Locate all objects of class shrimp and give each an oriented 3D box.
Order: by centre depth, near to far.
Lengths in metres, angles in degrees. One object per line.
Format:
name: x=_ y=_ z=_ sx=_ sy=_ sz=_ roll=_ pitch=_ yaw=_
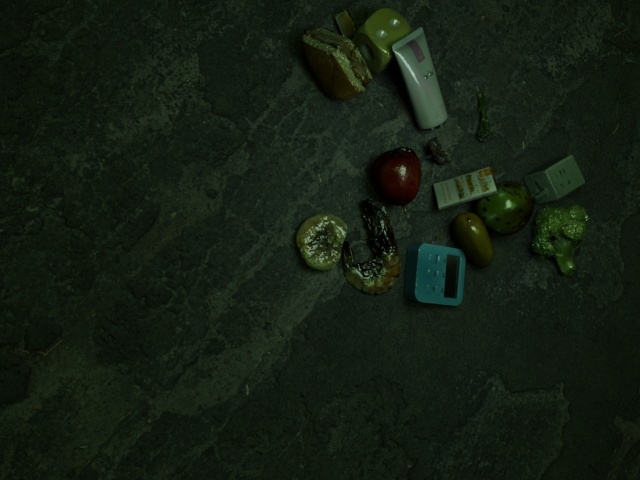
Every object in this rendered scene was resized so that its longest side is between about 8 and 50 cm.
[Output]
shrimp: x=0.182 y=0.030 z=1.627 sx=0.233 sy=0.071 sz=0.365 roll=-17 pitch=95 yaw=-9

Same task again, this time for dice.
dice: x=0.233 y=-0.766 z=1.641 sx=0.169 sy=0.166 sz=0.169 roll=-44 pitch=97 yaw=-13

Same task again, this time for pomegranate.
pomegranate: x=0.727 y=-0.159 z=1.715 sx=0.230 sy=0.231 sz=0.286 roll=6 pitch=54 yaw=-13

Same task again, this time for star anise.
star anise: x=0.408 y=-0.291 z=1.729 sx=0.227 sy=0.219 sz=0.148 roll=-28 pitch=131 yaw=24

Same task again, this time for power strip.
power strip: x=0.957 y=-0.242 z=1.798 sx=0.224 sy=0.139 sz=0.140 roll=-28 pitch=94 yaw=-14

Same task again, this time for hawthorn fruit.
hawthorn fruit: x=0.292 y=-0.220 z=1.614 sx=0.189 sy=0.189 sz=0.252 roll=-7 pitch=94 yaw=-14

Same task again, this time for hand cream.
hand cream: x=0.387 y=-0.601 z=1.631 sx=0.185 sy=0.118 sz=0.359 roll=-40 pitch=121 yaw=-23

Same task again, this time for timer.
timer: x=0.463 y=0.135 z=1.676 sx=0.249 sy=0.091 sz=0.232 roll=7 pitch=84 yaw=-17

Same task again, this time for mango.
mango: x=0.603 y=0.004 z=1.688 sx=0.114 sy=0.156 sz=0.251 roll=-28 pitch=102 yaw=-12

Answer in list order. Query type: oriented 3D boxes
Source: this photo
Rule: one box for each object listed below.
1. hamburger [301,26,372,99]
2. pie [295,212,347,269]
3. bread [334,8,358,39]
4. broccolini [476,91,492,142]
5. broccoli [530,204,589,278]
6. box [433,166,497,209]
hamburger: x=0.057 y=-0.651 z=1.596 sx=0.282 sy=0.245 sz=0.155 roll=22 pitch=46 yaw=29
pie: x=-0.001 y=0.000 z=1.588 sx=0.184 sy=0.052 sz=0.218 roll=14 pitch=80 yaw=-7
bread: x=0.105 y=-0.841 z=1.674 sx=0.072 sy=0.053 sz=0.106 roll=-23 pitch=89 yaw=15
broccolini: x=0.676 y=-0.518 z=1.803 sx=0.067 sy=0.058 sz=0.216 roll=5 pitch=74 yaw=-54
broccoli: x=1.000 y=-0.005 z=1.767 sx=0.253 sy=0.186 sz=0.302 roll=5 pitch=78 yaw=-23
box: x=0.560 y=-0.202 z=1.667 sx=0.220 sy=0.032 sz=0.122 roll=-16 pitch=54 yaw=21
